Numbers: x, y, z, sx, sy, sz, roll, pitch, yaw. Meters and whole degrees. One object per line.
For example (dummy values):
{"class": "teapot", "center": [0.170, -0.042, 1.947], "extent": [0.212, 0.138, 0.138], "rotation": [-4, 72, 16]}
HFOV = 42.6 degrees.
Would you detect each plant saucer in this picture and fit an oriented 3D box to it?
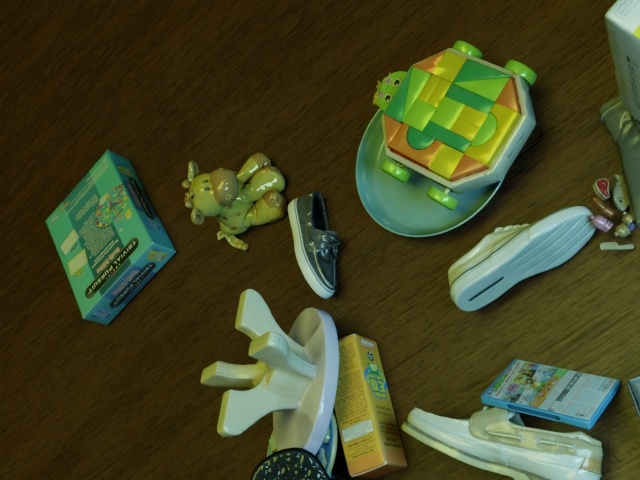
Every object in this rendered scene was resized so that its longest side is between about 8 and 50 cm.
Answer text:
{"class": "plant saucer", "center": [0.207, -0.153, 1.485], "extent": [0.318, 0.044, 0.317], "rotation": [-14, 65, 33]}

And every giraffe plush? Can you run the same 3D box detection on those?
{"class": "giraffe plush", "center": [-0.196, -0.094, 1.682], "extent": [0.210, 0.170, 0.181], "rotation": [-48, 52, 13]}

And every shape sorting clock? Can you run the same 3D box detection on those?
{"class": "shape sorting clock", "center": [-0.038, 0.367, 1.437], "extent": [0.206, 0.040, 0.206], "rotation": [-41, 36, 38]}

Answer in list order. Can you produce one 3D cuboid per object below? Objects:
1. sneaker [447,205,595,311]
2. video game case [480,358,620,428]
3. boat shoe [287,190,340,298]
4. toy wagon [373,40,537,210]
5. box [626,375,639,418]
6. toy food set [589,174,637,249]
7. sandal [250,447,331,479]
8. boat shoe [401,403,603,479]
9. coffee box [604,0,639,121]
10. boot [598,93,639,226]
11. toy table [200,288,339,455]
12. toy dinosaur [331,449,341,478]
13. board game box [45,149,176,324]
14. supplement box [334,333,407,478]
{"class": "sneaker", "center": [0.311, 0.010, 1.317], "extent": [0.258, 0.094, 0.091], "rotation": [-32, 41, 16]}
{"class": "video game case", "center": [0.338, 0.223, 1.211], "extent": [0.166, 0.119, 0.015], "rotation": [7, 117, 38]}
{"class": "boat shoe", "center": [0.000, 0.000, 1.568], "extent": [0.076, 0.080, 0.228], "rotation": [-34, 49, 25]}
{"class": "toy wagon", "center": [0.205, -0.220, 1.440], "extent": [0.344, 0.068, 0.267], "rotation": [35, 95, 39]}
{"class": "box", "center": [0.549, 0.232, 1.076], "extent": [0.233, 0.059, 0.183], "rotation": [-27, 58, 26]}
{"class": "toy food set", "center": [0.445, -0.047, 1.252], "extent": [0.078, 0.019, 0.122], "rotation": [-1, 70, -11]}
{"class": "sandal", "center": [0.022, 0.541, 1.300], "extent": [0.168, 0.107, 0.445], "rotation": [-19, 82, -2]}
{"class": "boat shoe", "center": [0.272, 0.300, 1.235], "extent": [0.302, 0.113, 0.103], "rotation": [16, 82, 29]}
{"class": "coffee box", "center": [0.598, -0.240, 0.985], "extent": [0.338, 0.338, 0.334], "rotation": [-48, 65, 9]}
{"class": "boot", "center": [0.523, -0.147, 1.226], "extent": [0.190, 0.076, 0.208], "rotation": [-37, 48, 36]}
{"class": "toy table", "center": [-0.080, 0.225, 1.392], "extent": [0.252, 0.161, 0.274], "rotation": [-45, 34, 41]}
{"class": "toy dinosaur", "center": [0.003, 0.402, 1.452], "extent": [0.082, 0.047, 0.090], "rotation": [-60, 16, 15]}
{"class": "board game box", "center": [-0.504, -0.011, 1.943], "extent": [0.254, 0.079, 0.336], "rotation": [-45, 53, 15]}
{"class": "supplement box", "center": [0.073, 0.282, 1.405], "extent": [0.080, 0.078, 0.233], "rotation": [-30, 58, 25]}
